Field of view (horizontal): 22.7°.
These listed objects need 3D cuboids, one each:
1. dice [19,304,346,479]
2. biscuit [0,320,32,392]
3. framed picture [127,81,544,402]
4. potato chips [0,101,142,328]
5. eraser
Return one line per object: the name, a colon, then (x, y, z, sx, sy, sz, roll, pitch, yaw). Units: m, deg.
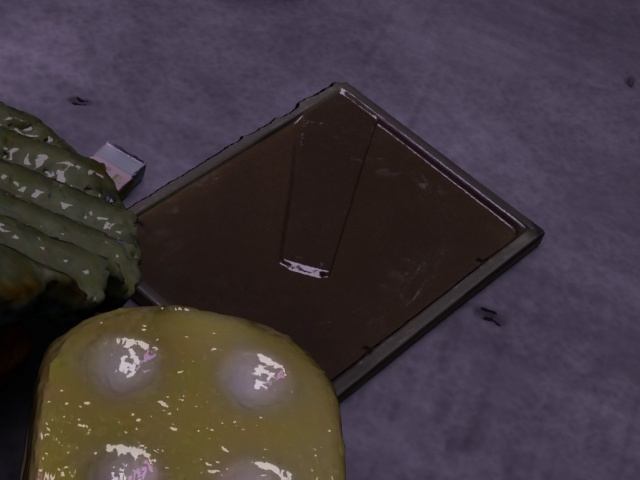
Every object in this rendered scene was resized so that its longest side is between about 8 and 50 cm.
dice: (-0.083, 0.151, 0.880, 0.166, 0.169, 0.169, 9, 47, -11)
biscuit: (-0.398, 0.041, 0.825, 0.395, 0.166, 0.343, 34, 27, 14)
framed picture: (0.000, 0.000, 1.157, 0.213, 0.016, 0.289, 38, 48, 19)
potato chips: (-0.282, -0.072, 0.904, 0.429, 0.070, 0.358, 28, 11, -20)
eraser: (-0.161, -0.036, 1.135, 0.038, 0.019, 0.083, 29, 46, 12)
